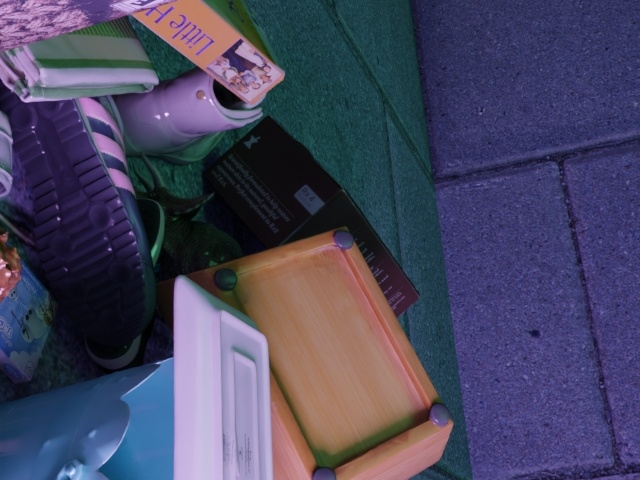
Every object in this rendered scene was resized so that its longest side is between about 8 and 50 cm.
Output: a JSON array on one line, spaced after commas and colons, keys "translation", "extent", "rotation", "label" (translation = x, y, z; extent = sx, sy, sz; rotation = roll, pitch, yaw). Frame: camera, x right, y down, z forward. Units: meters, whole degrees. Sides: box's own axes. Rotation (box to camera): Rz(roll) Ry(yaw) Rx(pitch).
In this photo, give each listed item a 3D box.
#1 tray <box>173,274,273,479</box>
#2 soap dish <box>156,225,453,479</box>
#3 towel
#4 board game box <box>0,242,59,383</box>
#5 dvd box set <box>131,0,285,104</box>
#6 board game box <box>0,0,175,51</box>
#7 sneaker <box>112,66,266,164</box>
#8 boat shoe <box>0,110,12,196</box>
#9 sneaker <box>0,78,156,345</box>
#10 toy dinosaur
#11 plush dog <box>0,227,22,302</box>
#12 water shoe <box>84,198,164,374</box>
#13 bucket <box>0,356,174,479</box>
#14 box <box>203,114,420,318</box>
[{"translation": [-0.070, 0.170, 0.716], "extent": [0.145, 0.030, 0.270], "rotation": [43, 39, -59], "label": "tray"}, {"translation": [-0.010, 0.131, 0.924], "extent": [0.229, 0.118, 0.290], "rotation": [-17, 72, -37], "label": "soap dish"}, {"translation": [-0.279, -0.263, 0.782], "extent": [0.324, 0.038, 0.248], "rotation": [55, 18, -1], "label": "towel"}, {"translation": [-0.271, 0.062, 0.785], "extent": [0.090, 0.020, 0.090], "rotation": [-83, 155, -45], "label": "board game box"}, {"translation": [-0.217, -0.337, 0.876], "extent": [0.420, 0.062, 0.307], "rotation": [32, 25, -54], "label": "dvd box set"}, {"translation": [-0.263, -0.199, 0.529], "extent": [0.232, 0.291, 0.141], "rotation": [-8, 87, -72], "label": "board game box"}, {"translation": [-0.132, -0.163, 1.129], "extent": [0.292, 0.169, 0.108], "rotation": [-35, 110, -73], "label": "sneaker"}, {"translation": [-0.303, -0.069, 0.674], "extent": [0.227, 0.079, 0.081], "rotation": [8, 66, -75], "label": "boat shoe"}, {"translation": [-0.217, -0.061, 0.871], "extent": [0.131, 0.112, 0.318], "rotation": [-32, 107, -71], "label": "sneaker"}, {"translation": [-0.130, 0.047, 1.080], "extent": [0.313, 0.121, 0.160], "rotation": [53, 44, -46], "label": "toy dinosaur"}, {"translation": [-0.308, 0.010, 0.475], "extent": [0.225, 0.211, 0.262], "rotation": [33, 43, -33], "label": "plush dog"}, {"translation": [-0.207, 0.050, 0.948], "extent": [0.080, 0.073, 0.203], "rotation": [89, 6, -56], "label": "water shoe"}, {"translation": [-0.167, 0.238, 0.726], "extent": [0.281, 0.183, 0.281], "rotation": [-12, 90, -72], "label": "bucket"}, {"translation": [0.000, 0.000, 1.360], "extent": [0.191, 0.143, 0.381], "rotation": [47, -3, 35], "label": "box"}]
